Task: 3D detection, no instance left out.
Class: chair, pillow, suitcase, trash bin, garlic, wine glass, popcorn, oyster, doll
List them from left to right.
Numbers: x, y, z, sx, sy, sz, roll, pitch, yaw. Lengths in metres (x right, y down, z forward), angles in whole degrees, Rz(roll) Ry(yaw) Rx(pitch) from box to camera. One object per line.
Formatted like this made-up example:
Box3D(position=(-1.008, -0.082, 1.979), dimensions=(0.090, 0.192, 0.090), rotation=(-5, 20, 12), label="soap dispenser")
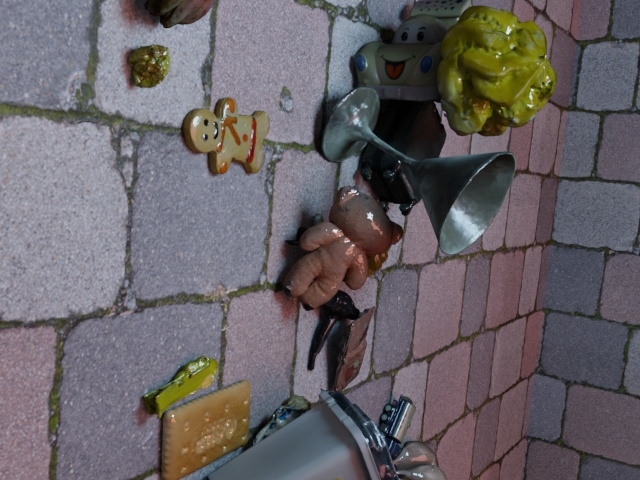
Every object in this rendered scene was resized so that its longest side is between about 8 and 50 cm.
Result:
Box3D(position=(-0.287, -0.296, 1.160), dimensions=(0.068, 0.059, 0.083), rotation=(33, 79, -54), label="popcorn")
Box3D(position=(-0.101, 0.494, 1.606), dimensions=(0.222, 0.083, 0.214), rotation=(-10, 98, -38), label="oyster")
Box3D(position=(-0.042, 0.516, 1.474), dimensions=(0.367, 0.296, 0.256), rotation=(-25, 110, -14), label="trash bin")
Box3D(position=(-0.043, -0.009, 1.607), dimensions=(0.086, 0.037, 0.042), rotation=(-2, 110, -59), label="chair")
Box3D(position=(0.033, 0.019, 1.603), dimensions=(0.303, 0.156, 0.201), rotation=(-46, 112, 4), label="doll")
Box3D(position=(0.082, 0.295, 1.823), dimensions=(0.135, 0.049, 0.249), rotation=(-35, 141, -55), label="pillow")
Box3D(position=(0.228, -0.244, 1.869), dimensions=(0.312, 0.128, 0.202), rotation=(-63, 142, -24), label="suitcase")
Box3D(position=(0.207, -0.176, 1.572), dimensions=(0.267, 0.406, 0.267), rotation=(-36, 147, -29), label="wine glass")
Box3D(position=(0.298, 0.793, 2.244), dimensions=(0.237, 0.210, 0.292), rotation=(-24, 129, -12), label="garlic")

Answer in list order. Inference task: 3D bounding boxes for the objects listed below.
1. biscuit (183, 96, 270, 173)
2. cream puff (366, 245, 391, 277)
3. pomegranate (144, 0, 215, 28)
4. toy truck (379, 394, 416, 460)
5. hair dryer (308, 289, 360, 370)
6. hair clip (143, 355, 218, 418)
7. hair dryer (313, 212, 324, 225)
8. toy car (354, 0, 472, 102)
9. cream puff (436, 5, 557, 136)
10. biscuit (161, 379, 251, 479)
Box3D(position=(-0.183, -0.207, 1.362), dimensions=(0.234, 0.030, 0.153), rotation=(7, 90, -57), label="biscuit")
Box3D(position=(0.101, 0.017, 1.746), dimensions=(0.121, 0.156, 0.156), rotation=(-45, 143, -88), label="cream puff")
Box3D(position=(-0.170, -0.498, 1.129), dimensions=(0.341, 0.285, 0.285), rotation=(-55, 144, 3), label="pomegranate")
Box3D(position=(0.230, 0.578, 2.105), dimensions=(0.202, 0.088, 0.074), rotation=(-61, 143, -26), label="toy truck")
Box3D(position=(0.023, 0.238, 1.762), dimensions=(0.219, 0.075, 0.195), rotation=(-63, 152, -8), label="hair dryer")
Box3D(position=(-0.267, 0.286, 1.338), dimensions=(0.173, 0.046, 0.072), rotation=(-34, 128, -45), label="hair clip")
Box3D(position=(0.000, 0.000, 1.671), dimensions=(0.082, 0.047, 0.137), rotation=(-30, 116, -49), label="hair dryer")
Box3D(position=(0.260, -0.489, 1.758), dimensions=(0.336, 0.242, 0.227), rotation=(-34, 127, -49), label="toy car")
Box3D(position=(0.432, -0.390, 1.603), dimensions=(0.291, 0.257, 0.324), rotation=(-59, 142, -27), label="cream puff")
Box3D(position=(-0.233, 0.398, 1.430), dimensions=(0.249, 0.030, 0.160), rotation=(-8, 105, -55), label="biscuit")
